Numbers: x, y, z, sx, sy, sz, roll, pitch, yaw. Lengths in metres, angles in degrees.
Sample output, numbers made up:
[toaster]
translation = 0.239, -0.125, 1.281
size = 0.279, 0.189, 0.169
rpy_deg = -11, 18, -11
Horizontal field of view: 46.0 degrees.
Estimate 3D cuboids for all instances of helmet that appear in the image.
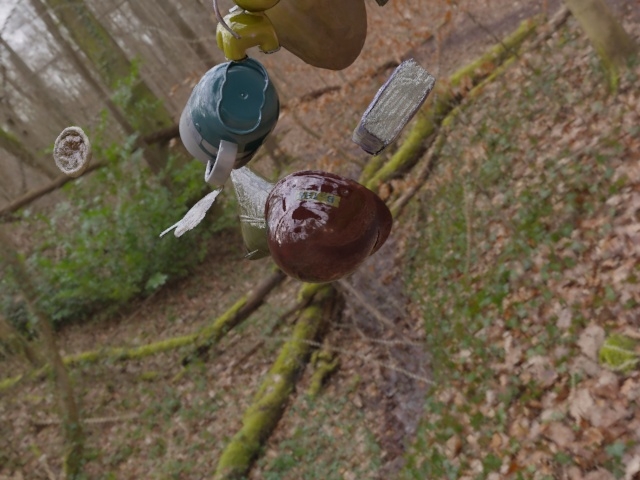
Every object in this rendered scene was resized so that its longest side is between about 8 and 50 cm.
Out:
[helmet]
translation = 0.000, 0.000, 2.159
size = 0.230, 0.384, 0.338
rpy_deg = -71, -11, -50

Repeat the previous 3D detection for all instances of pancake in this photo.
[pancake]
translation = -0.665, -0.237, 2.022
size = 0.139, 0.140, 0.022
rpy_deg = -33, -15, 26

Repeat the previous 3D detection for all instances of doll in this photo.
[doll]
translation = -0.124, -0.426, 1.281
size = 0.135, 0.221, 0.143
rpy_deg = -16, 47, -18

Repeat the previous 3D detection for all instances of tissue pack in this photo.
[tissue pack]
translation = 0.208, -0.382, 2.238
size = 0.242, 0.125, 0.343
rpy_deg = -55, 2, -1

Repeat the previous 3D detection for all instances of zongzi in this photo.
[zongzi]
translation = -0.122, -0.150, 2.451
size = 0.447, 0.418, 0.181
rpy_deg = -19, 2, 44

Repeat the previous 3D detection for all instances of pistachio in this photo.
[pistachio]
translation = -0.008, -0.475, 1.527
size = 0.213, 0.260, 0.163
rpy_deg = -49, 16, 18

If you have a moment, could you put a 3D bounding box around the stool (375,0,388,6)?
[stool]
translation = 0.143, -0.630, 1.724
size = 0.217, 0.121, 0.125
rpy_deg = -55, 13, -15

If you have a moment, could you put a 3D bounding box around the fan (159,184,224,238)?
[fan]
translation = -0.317, -0.051, 1.790
size = 0.226, 0.008, 0.153
rpy_deg = -26, 29, 42

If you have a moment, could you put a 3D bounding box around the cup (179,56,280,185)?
[cup]
translation = -0.227, -0.280, 1.854
size = 0.257, 0.219, 0.290
rpy_deg = 147, 136, -66

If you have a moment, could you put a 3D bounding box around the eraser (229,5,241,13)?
[eraser]
translation = -0.194, -0.602, 1.956
size = 0.083, 0.038, 0.019
rpy_deg = -37, 45, -11
